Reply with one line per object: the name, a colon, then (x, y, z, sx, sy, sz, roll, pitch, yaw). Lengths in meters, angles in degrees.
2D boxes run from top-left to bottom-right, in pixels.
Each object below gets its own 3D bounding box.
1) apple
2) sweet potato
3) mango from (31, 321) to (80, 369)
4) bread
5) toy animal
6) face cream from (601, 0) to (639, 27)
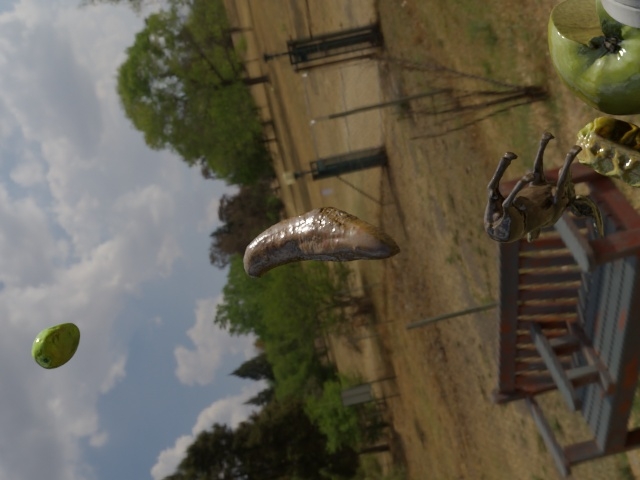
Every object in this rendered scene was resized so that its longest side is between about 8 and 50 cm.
apple: (0.522, -0.350, 1.165, 0.292, 0.254, 0.292, 27, 133, 33)
sweet potato: (-0.001, -0.003, 1.243, 0.092, 0.341, 0.114, 30, -120, -46)
mango: (-0.459, 0.181, 1.232, 0.108, 0.056, 0.073, -52, -45, -60)
bread: (0.567, -0.131, 1.200, 0.087, 0.269, 0.098, -32, -37, -51)
toy animal: (0.301, -0.051, 0.950, 0.093, 0.214, 0.186, 38, 145, 46)
face cream: (0.436, -0.386, 0.891, 0.153, 0.177, 0.177, 50, -159, -49)
